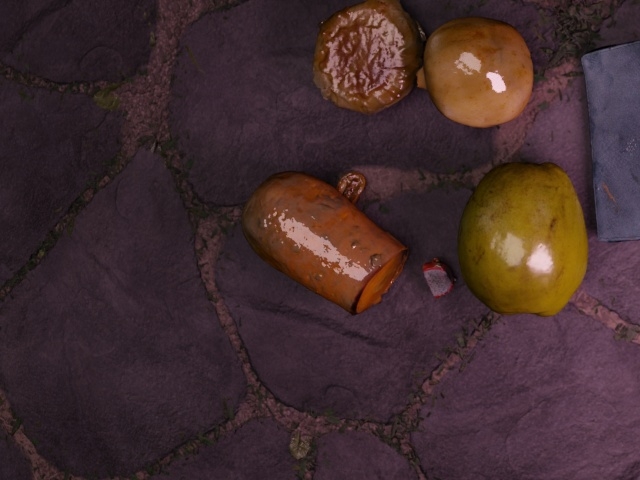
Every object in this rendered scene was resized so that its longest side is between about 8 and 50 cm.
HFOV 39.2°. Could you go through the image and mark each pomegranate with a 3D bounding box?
[{"bbox_3d":[0.308,-0.333,1.768,0.233,0.233,0.233,3,96,27],"label":"pomegranate"}]

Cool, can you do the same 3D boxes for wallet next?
[{"bbox_3d":[0.591,-0.187,1.690,0.191,0.046,0.378,-5,91,50],"label":"wallet"}]

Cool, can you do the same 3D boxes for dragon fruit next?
[{"bbox_3d":[0.255,0.074,1.920,0.056,0.060,0.083,-21,111,20],"label":"dragon fruit"}]

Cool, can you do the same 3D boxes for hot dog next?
[{"bbox_3d":[0.066,-0.115,2.009,0.058,0.035,0.083,36,110,16],"label":"hot dog"}]

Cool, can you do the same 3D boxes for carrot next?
[{"bbox_3d":[0.000,0.000,1.950,0.341,0.224,0.224,38,110,16],"label":"carrot"}]

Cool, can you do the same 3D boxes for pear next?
[{"bbox_3d":[0.391,-0.004,1.741,0.253,0.253,0.307,6,90,27],"label":"pear"}]

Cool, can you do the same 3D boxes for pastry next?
[{"bbox_3d":[0.106,-0.391,1.920,0.257,0.121,0.235,-18,90,25],"label":"pastry"}]
